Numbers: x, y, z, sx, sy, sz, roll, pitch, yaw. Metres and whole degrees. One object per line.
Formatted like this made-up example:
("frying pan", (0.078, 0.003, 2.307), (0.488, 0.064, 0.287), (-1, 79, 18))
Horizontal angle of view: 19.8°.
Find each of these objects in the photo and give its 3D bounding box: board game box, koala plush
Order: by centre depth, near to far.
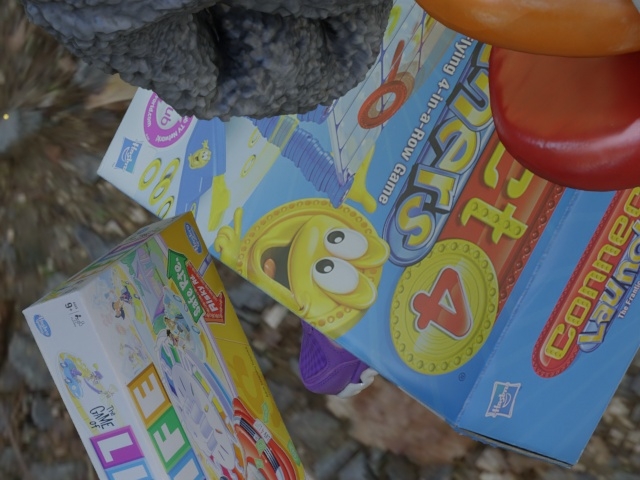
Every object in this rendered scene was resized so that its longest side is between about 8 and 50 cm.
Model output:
("koala plush", (0.016, -0.161, 0.646), (0.221, 0.203, 0.196), (-30, 58, 19))
("board game box", (-0.050, 0.076, 0.709), (0.026, 0.103, 0.154), (-19, 100, 24))
("board game box", (0.064, -0.101, 0.859), (0.086, 0.302, 0.308), (22, 97, -42))

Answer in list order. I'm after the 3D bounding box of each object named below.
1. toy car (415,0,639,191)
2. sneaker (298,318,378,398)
("toy car", (0.102, -0.066, 0.418), (0.182, 0.159, 0.136), (7, 122, -25))
("sneaker", (0.000, 0.000, 1.163), (0.105, 0.095, 0.236), (-1, 128, -14))
